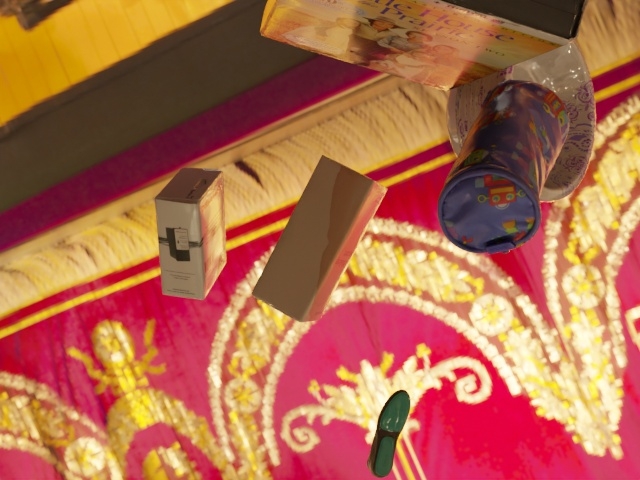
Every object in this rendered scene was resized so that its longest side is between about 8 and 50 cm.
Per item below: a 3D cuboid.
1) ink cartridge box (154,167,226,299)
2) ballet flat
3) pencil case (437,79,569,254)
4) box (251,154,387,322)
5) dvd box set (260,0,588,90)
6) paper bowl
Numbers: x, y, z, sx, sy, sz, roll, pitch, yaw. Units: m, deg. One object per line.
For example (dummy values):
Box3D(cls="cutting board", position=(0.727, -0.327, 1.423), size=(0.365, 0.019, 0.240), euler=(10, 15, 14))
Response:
Box3D(cls="ink cartridge box", position=(-0.241, -0.016, 1.571), size=(0.087, 0.208, 0.153), euler=(7, -152, 10))
Box3D(cls="ballet flat", position=(0.153, 0.447, 1.946), size=(0.072, 0.213, 0.068), euler=(17, 177, -18))
Box3D(cls="pencil case", position=(0.239, -0.097, 1.055), size=(0.119, 0.133, 0.306), euler=(-17, -158, 32))
Box3D(cls="box", position=(0.000, 0.000, 1.658), size=(0.311, 0.121, 0.148), euler=(-63, 165, 6))
Box3D(cls="dvd box set", position=(0.095, -0.280, 1.040), size=(0.308, 0.062, 0.420), euler=(14, 180, -11))
Box3D(cls="paper bowl", position=(0.312, -0.201, 1.337), size=(0.148, 0.284, 0.284), euler=(2, -160, 45))
